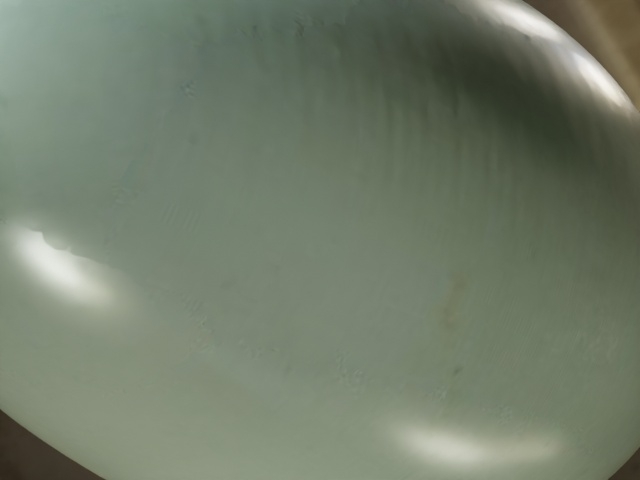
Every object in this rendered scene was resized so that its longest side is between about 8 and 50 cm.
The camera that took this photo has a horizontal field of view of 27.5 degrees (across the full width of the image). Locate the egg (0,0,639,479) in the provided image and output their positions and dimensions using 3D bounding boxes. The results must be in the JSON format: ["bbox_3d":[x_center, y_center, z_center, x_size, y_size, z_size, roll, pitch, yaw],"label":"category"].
[{"bbox_3d":[0.000,0.000,0.493,0.371,0.230,0.229,19,-123,-45],"label":"egg"}]
